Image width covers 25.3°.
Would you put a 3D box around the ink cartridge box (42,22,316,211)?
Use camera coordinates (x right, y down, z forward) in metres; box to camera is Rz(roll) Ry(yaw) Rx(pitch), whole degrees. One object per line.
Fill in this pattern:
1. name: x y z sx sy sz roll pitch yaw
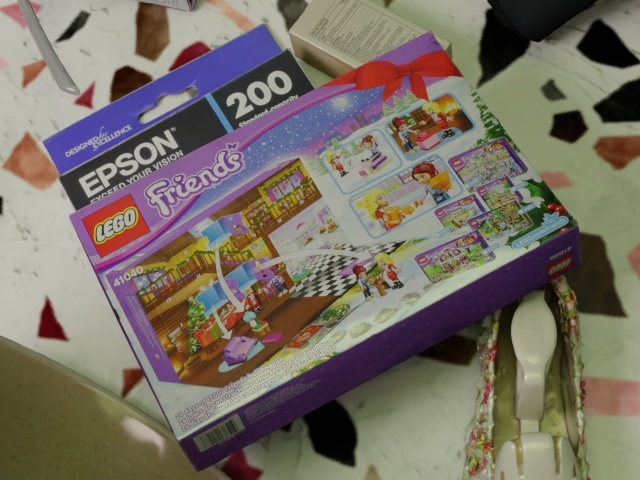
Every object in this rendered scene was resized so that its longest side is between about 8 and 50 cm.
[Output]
1. ink cartridge box: -0.085 -0.055 1.074 0.206 0.045 0.208 -30 65 -7

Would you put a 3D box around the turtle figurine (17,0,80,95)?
1. turtle figurine: -0.245 -0.298 1.040 0.266 0.198 0.275 18 67 18

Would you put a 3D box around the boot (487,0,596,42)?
1. boot: 0.236 -0.203 1.056 0.207 0.094 0.246 -33 84 31

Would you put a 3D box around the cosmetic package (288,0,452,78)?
1. cosmetic package: 0.039 -0.148 1.103 0.115 0.041 0.060 32 74 18

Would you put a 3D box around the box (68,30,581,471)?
1. box: 0.000 0.000 0.968 0.293 0.057 0.201 -27 57 -6

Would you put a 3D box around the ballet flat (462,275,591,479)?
1. ballet flat: 0.139 0.120 0.953 0.091 0.077 0.241 -3 66 2

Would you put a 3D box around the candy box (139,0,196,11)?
1. candy box: -0.193 -0.292 1.176 0.233 0.071 0.159 15 69 12

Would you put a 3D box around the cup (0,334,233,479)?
1. cup: -0.219 0.211 0.850 0.331 0.331 0.237 31 95 18
